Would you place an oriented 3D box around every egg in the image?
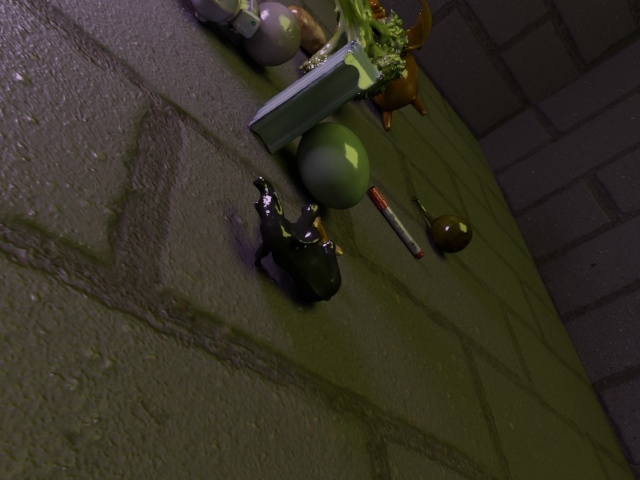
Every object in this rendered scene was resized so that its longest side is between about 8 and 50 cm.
[{"bbox_3d":[0.028,-0.157,1.161,0.149,0.149,0.192,7,60,-59],"label":"egg"}]

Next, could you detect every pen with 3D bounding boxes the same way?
[{"bbox_3d":[0.205,-0.047,1.500,0.239,0.028,0.028,52,25,-12],"label":"pen"}]

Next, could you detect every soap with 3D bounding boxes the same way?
[{"bbox_3d":[-0.008,-0.291,1.126,0.094,0.262,0.150,52,26,-20],"label":"soap"}]

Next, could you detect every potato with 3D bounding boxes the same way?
[{"bbox_3d":[-0.043,-0.630,1.665,0.170,0.080,0.107,37,30,-46],"label":"potato"}]

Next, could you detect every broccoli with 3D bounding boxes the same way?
[{"bbox_3d":[0.072,-0.570,1.531,0.397,0.275,0.352,51,38,-55],"label":"broccoli"}]

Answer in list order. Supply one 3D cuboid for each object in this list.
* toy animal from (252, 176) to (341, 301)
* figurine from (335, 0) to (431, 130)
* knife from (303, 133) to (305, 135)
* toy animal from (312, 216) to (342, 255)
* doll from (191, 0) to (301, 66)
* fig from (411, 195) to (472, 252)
[{"bbox_3d":[-0.034,0.002,0.908,0.245,0.115,0.146,42,28,-29],"label":"toy animal"},{"bbox_3d":[0.217,-0.611,1.934,0.401,0.268,0.387,-58,136,-27],"label":"figurine"},{"bbox_3d":[-0.012,-0.248,1.352,0.121,0.018,0.031,34,27,-42],"label":"knife"},{"bbox_3d":[0.000,0.000,1.043,0.083,0.061,0.081,62,-14,12],"label":"toy animal"},{"bbox_3d":[-0.168,-0.495,1.222,0.287,0.151,0.150,18,45,-48],"label":"doll"},{"bbox_3d":[0.373,-0.055,1.759,0.236,0.124,0.124,43,16,29],"label":"fig"}]
